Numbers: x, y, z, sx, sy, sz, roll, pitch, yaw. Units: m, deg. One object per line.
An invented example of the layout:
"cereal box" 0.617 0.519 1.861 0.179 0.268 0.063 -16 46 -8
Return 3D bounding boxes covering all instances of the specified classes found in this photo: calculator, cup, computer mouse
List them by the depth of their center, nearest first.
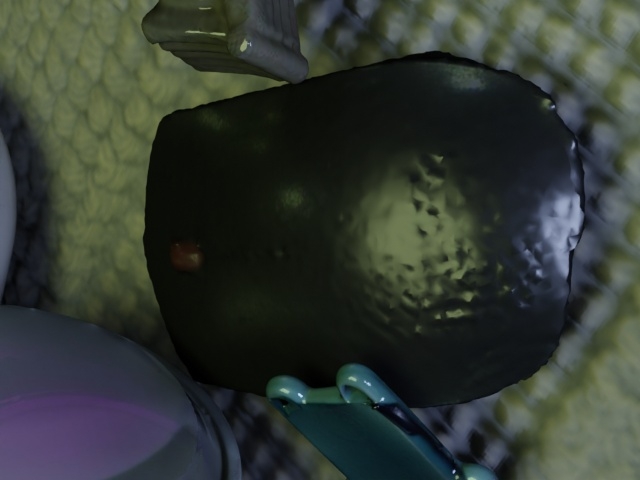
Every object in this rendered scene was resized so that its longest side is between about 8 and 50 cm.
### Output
"calculator" 0.038 0.107 0.609 0.094 0.019 0.141 -15 126 45
"computer mouse" -0.003 0.001 0.638 0.295 0.087 0.168 -6 94 41
"cup" -0.195 0.238 0.707 0.253 0.253 0.372 30 120 32

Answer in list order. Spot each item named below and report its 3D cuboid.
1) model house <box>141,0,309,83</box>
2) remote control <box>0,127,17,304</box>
"model house" -0.010 -0.180 0.588 0.229 0.122 0.188 -54 52 26
"remote control" -0.298 0.041 0.851 0.221 0.103 0.332 17 98 37
